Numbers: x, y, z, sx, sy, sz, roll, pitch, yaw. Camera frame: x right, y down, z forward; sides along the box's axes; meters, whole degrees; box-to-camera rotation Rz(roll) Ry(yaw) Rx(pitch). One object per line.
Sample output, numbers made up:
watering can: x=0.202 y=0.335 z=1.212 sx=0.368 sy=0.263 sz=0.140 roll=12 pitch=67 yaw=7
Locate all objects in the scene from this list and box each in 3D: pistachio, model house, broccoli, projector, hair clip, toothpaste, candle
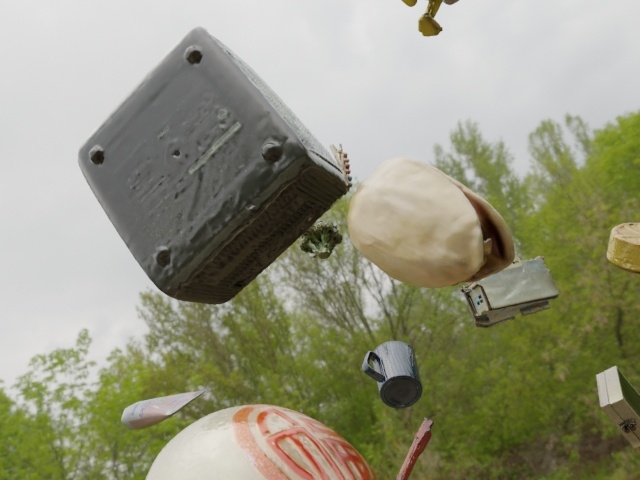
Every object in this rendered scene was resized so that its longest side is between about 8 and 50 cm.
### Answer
pistachio: x=0.135 y=-0.018 z=0.735 sx=0.157 sy=0.230 sz=0.157 roll=-18 pitch=-59 yaw=-31
model house: x=0.501 y=0.149 z=1.658 sx=0.271 sy=0.178 sz=0.206 roll=-10 pitch=-24 yaw=-20
broccoli: x=0.000 y=0.000 z=1.716 sx=0.132 sy=0.120 sz=0.130 roll=-23 pitch=-44 yaw=6
projector: x=-0.220 y=-0.138 z=1.151 sx=0.395 sy=0.405 sz=0.242 roll=-42 pitch=-21 yaw=10
hair clip: x=0.077 y=-0.233 z=1.885 sx=0.056 sy=0.213 sz=0.062 roll=-2 pitch=-34 yaw=-19
toothpaste: x=-0.245 y=0.257 z=0.876 sx=0.195 sy=0.042 sz=0.067 roll=-28 pitch=-1 yaw=44
candle: x=0.152 y=0.374 z=0.980 sx=0.167 sy=0.026 sz=0.021 roll=-51 pitch=-8 yaw=-35

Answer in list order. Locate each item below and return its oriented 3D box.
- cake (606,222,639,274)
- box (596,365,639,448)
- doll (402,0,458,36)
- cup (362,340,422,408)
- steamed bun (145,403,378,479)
cake: x=0.384 y=0.011 z=0.688 sx=0.084 sy=0.084 sz=0.044 roll=-14 pitch=-67 yaw=-20
box: x=0.423 y=0.231 z=0.806 sx=0.035 sy=0.079 sz=0.083 roll=-38 pitch=6 yaw=29
doll: x=0.243 y=-0.528 z=0.983 sx=0.365 sy=0.094 sz=0.160 roll=-55 pitch=-46 yaw=-5
cup: x=0.178 y=0.342 z=1.476 sx=0.150 sy=0.138 sz=0.113 roll=-1 pitch=-64 yaw=-1
steamed bun: x=-0.042 y=0.281 z=0.617 sx=0.283 sy=0.283 sz=0.177 roll=17 pitch=-75 yaw=-55
